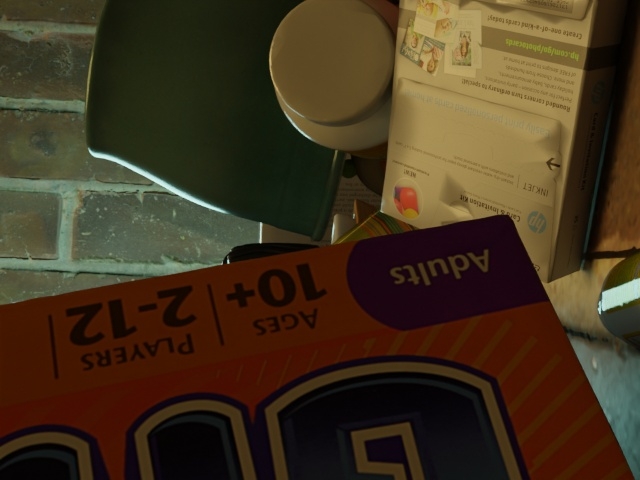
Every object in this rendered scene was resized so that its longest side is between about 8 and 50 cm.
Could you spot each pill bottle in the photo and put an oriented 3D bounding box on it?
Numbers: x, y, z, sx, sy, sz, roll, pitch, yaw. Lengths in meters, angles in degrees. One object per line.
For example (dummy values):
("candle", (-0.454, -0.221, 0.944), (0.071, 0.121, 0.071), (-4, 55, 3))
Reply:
("pill bottle", (0.031, -0.126, 0.710), (0.208, 0.118, 0.117), (-5, -83, -76))
("pill bottle", (0.146, 0.023, 0.384), (0.083, 0.043, 0.043), (107, 165, -78))

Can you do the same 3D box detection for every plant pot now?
("plant pot", (-0.101, -0.154, 0.948), (0.271, 0.255, 0.271), (-170, 90, -85))

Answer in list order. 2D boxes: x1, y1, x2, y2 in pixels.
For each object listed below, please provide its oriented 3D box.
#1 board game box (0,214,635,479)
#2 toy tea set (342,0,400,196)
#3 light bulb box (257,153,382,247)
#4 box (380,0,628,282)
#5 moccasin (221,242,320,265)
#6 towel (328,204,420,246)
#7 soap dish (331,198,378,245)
("board game box", (-0.057, 0.258, 0.393), (0.356, 0.356, 0.356), (96, 160, -55))
("toy tea set", (0.059, -0.139, 1.004), (0.336, 0.124, 0.200), (-159, 50, -89))
("light bulb box", (0.000, 0.000, 1.612), (0.358, 0.225, 0.361), (-103, 15, -78))
("box", (0.105, -0.085, 0.561), (0.145, 0.038, 0.186), (26, 121, 43))
("moccasin", (-0.059, 0.076, 1.213), (0.380, 0.139, 0.147), (155, 117, -88))
("towel", (0.051, 0.036, 0.917), (0.021, 0.102, 0.237), (-34, -4, -44))
("soap dish", (0.070, 0.112, 1.151), (0.291, 0.118, 0.229), (-93, 6, -62))
